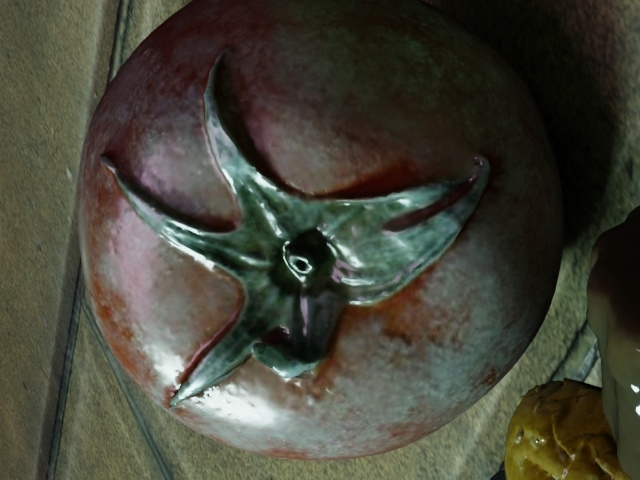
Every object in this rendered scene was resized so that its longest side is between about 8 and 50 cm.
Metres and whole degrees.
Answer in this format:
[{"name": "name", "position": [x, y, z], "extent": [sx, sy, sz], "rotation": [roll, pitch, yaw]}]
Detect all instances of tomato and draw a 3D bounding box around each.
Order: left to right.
[{"name": "tomato", "position": [-0.001, -0.014, 1.270], "extent": [0.282, 0.316, 0.317], "rotation": [-72, -28, -71]}]

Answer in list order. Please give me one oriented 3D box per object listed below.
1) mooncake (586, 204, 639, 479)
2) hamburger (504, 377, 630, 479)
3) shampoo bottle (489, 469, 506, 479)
[{"name": "mooncake", "position": [0.234, 0.058, 0.903], "extent": [0.228, 0.228, 0.124], "rotation": [40, 143, 52]}, {"name": "hamburger", "position": [0.203, 0.188, 1.187], "extent": [0.309, 0.132, 0.211], "rotation": [35, 140, 58]}, {"name": "shampoo bottle", "position": [0.148, 0.276, 1.480], "extent": [0.087, 0.049, 0.234], "rotation": [43, 144, 52]}]
